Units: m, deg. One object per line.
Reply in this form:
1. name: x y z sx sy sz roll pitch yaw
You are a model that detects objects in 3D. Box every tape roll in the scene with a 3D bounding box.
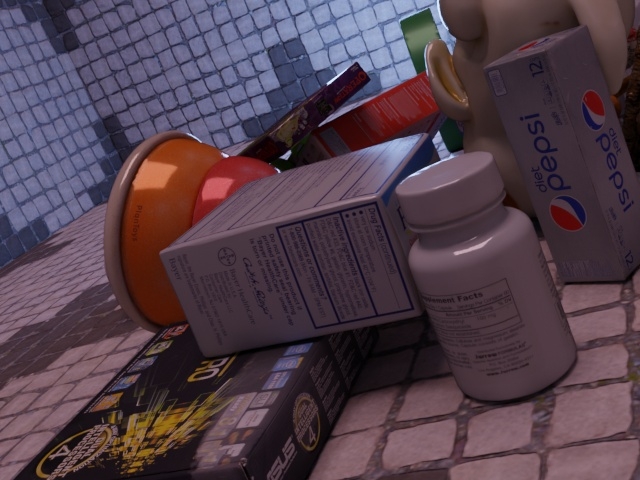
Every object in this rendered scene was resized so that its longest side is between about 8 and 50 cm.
1. tape roll: 0.269 -0.362 1.852 0.077 0.321 0.321 -20 15 13

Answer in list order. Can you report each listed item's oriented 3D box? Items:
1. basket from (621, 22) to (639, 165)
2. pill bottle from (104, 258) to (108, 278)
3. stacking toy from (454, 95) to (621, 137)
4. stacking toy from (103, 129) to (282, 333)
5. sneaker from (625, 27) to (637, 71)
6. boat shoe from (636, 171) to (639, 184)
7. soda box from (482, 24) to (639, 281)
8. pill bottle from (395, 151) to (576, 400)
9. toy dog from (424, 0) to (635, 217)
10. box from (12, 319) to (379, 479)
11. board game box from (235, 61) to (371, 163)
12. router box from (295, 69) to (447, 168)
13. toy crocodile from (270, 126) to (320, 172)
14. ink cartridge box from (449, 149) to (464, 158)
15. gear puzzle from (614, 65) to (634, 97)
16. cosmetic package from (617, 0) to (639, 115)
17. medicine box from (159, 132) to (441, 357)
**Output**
1. basket: 0.507 -0.279 1.198 0.223 0.214 0.299 -3 69 51
2. pill bottle: -0.360 0.014 1.772 0.182 0.181 0.323 -24 15 -2
3. stacking toy: 0.379 -0.234 1.392 0.166 0.175 0.302 -36 32 -21
4. stacking toy: -0.072 0.002 1.330 0.480 0.350 0.350 5 26 23
5. sneaker: 0.466 -0.362 1.443 0.145 0.270 0.090 -38 47 20
6. boat shoe: 0.413 -0.048 1.058 0.081 0.079 0.228 -21 17 -28
7. soda box: 0.298 -0.097 0.964 0.098 0.286 0.091 -35 17 -36
8. pill bottle: 0.163 0.034 0.829 0.131 0.229 0.131 -22 15 6
9. toy dog: 0.317 -0.226 1.174 0.285 0.407 0.395 -23 41 -18
10. box: -0.132 0.199 0.965 0.319 0.097 0.395 -12 18 25
11. board game box: -0.055 -0.205 1.489 0.208 0.056 0.347 -47 11 -16
12. router box: 0.079 -0.149 1.574 0.301 0.082 0.335 -31 -14 -27
13. toy crocodile: -0.064 -0.118 1.690 0.115 0.105 0.340 -53 2 -40
14. ink cartridge box: 0.360 -0.137 1.442 0.297 0.066 0.261 -17 15 23
15. gear puzzle: 0.625 -0.328 1.401 0.339 0.044 0.175 -34 -4 31
16. cosmetic package: 0.586 -0.388 1.781 0.230 0.161 0.453 -12 18 36
17. medicine box: 0.000 0.000 1.014 0.290 0.149 0.263 -13 17 24
